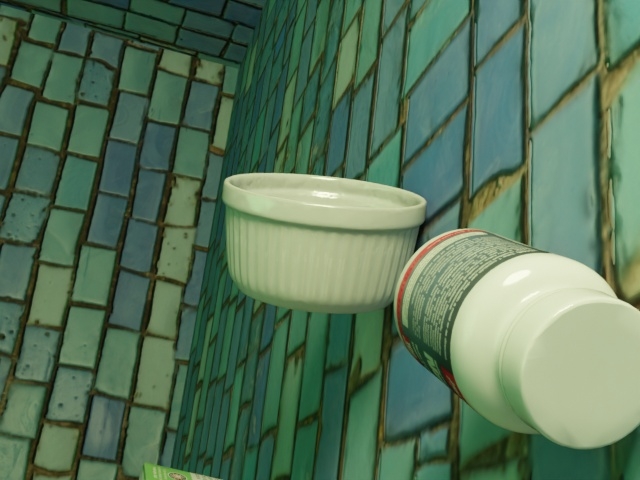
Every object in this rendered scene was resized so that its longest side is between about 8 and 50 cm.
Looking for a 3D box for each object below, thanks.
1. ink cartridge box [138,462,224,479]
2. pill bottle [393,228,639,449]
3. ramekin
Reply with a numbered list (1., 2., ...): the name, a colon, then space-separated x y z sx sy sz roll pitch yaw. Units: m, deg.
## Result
1. ink cartridge box: -0.082 0.313 0.870 0.160 0.219 0.093 -164 90 -76
2. pill bottle: 0.119 0.056 0.520 0.180 0.107 0.108 -146 70 -76
3. ramekin: 0.000 0.000 0.872 0.207 0.207 0.109 -132 47 -74
